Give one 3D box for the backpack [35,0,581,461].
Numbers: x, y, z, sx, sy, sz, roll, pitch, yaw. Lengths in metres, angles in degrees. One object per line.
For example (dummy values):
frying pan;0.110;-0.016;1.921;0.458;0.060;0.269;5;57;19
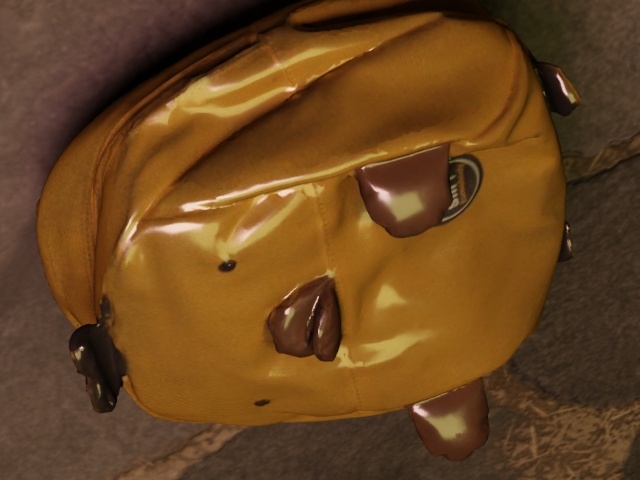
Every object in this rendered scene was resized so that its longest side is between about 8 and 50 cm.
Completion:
backpack;-0.002;-0.002;1.215;0.378;0.201;0.353;-23;134;-9
